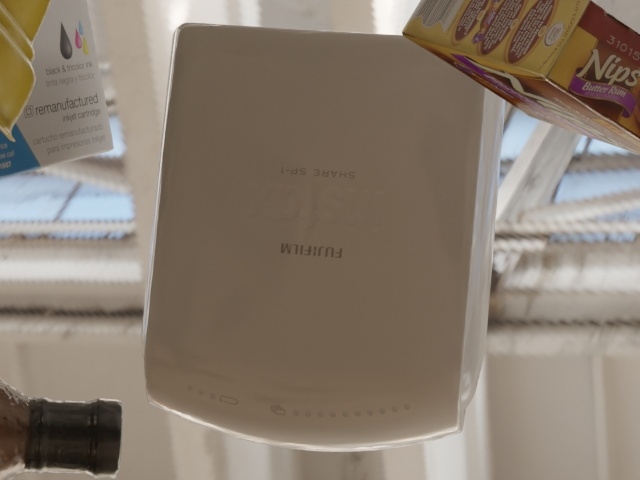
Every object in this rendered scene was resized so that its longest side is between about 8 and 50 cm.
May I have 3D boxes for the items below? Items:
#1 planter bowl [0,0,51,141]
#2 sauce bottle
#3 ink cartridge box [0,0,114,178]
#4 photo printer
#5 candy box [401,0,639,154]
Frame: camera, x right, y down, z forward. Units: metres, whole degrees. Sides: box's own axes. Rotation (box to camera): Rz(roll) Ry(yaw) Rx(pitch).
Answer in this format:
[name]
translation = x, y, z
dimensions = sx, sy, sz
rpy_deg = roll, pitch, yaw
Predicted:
[planter bowl]
translation = -0.197, -0.159, 0.900
dimensions = 0.090, 0.217, 0.217
rpy_deg = -42, -84, -5
[sauce bottle]
translation = -0.344, 0.161, 1.532
dimensions = 0.344, 0.111, 0.111
rpy_deg = 2, -64, -9
[ink cartridge box]
translation = -0.309, -0.175, 1.327
dimensions = 0.197, 0.198, 0.270
rpy_deg = -5, -81, 31
[photo printer]
translation = 0.000, 0.000, 1.308
dimensions = 0.256, 0.107, 0.307
rpy_deg = 5, -97, 8
[candy box]
translation = 0.135, -0.101, 1.014
dimensions = 0.109, 0.186, 0.053
rpy_deg = 29, -90, -25
